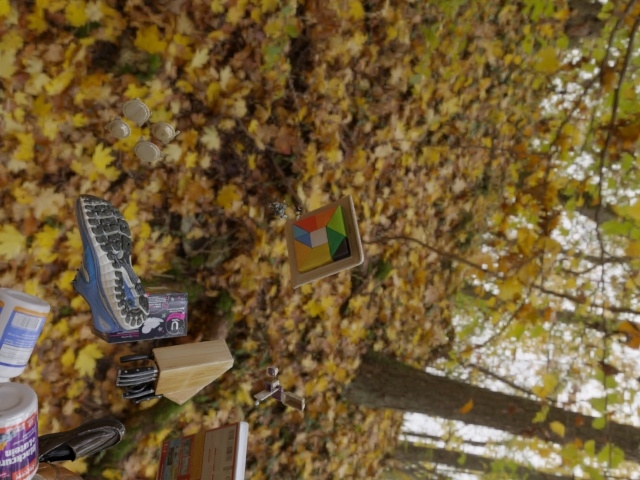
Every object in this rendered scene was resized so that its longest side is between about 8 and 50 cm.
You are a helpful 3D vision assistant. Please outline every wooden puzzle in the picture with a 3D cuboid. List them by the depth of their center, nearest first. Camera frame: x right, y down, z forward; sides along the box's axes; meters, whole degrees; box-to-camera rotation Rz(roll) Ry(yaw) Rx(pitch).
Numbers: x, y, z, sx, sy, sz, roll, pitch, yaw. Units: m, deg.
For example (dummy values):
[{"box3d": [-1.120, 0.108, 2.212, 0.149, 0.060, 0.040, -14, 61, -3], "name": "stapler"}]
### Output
[{"box3d": [0.000, 0.000, 1.790, 0.044, 0.238, 0.221, 35, 38, -50], "name": "wooden puzzle"}]

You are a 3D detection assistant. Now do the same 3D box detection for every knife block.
[{"box3d": [-0.411, 0.341, 1.735, 0.088, 0.275, 0.242, 55, 2, 41], "name": "knife block"}]

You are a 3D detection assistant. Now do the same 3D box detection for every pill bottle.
[{"box3d": [-0.521, 0.341, 1.042, 0.108, 0.108, 0.194, -78, 177, -69], "name": "pill bottle"}, {"box3d": [-0.863, 0.279, 1.734, 0.152, 0.152, 0.272, 70, 42, -85], "name": "pill bottle"}]

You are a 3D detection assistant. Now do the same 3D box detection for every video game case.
[{"box3d": [-0.255, 0.498, 1.308, 0.285, 0.025, 0.204, -25, -130, 38], "name": "video game case"}]

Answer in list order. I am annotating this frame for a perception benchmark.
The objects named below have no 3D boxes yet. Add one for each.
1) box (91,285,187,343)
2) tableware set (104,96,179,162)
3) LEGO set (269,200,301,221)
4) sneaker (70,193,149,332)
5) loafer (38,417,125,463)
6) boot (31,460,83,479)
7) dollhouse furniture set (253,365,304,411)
[{"box3d": [-0.553, 0.223, 1.940, 0.163, 0.247, 0.142, 6, -85, 53], "name": "box"}, {"box3d": [-0.438, -0.268, 1.556, 0.141, 0.168, 0.020, -31, -145, 29], "name": "tableware set"}, {"box3d": [-0.089, -0.075, 1.543, 0.023, 0.083, 0.054, 44, 44, -70], "name": "LEGO set"}, {"box3d": [-0.503, 0.053, 1.421, 0.129, 0.147, 0.330, 9, 62, -65], "name": "sneaker"}, {"box3d": [-0.582, 0.499, 1.536, 0.078, 0.220, 0.080, -139, -139, -59], "name": "loafer"}, {"box3d": [-0.578, 0.485, 1.278, 0.197, 0.152, 0.073, 31, 74, -40], "name": "boot"}, {"box3d": [-0.100, 0.364, 1.504, 0.081, 0.114, 0.091, -20, 116, -49], "name": "dollhouse furniture set"}]
